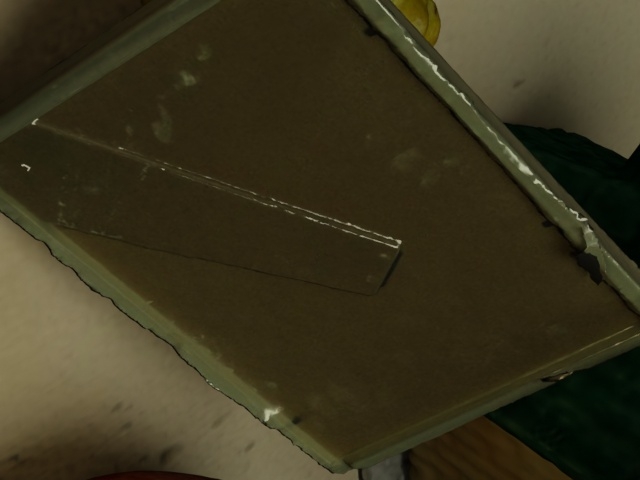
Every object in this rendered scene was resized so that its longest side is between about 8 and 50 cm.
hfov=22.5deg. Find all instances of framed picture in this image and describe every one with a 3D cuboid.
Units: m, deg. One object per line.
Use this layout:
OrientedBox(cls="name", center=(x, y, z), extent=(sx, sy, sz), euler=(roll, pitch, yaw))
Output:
OrientedBox(cls="framed picture", center=(0.000, 0.000, 0.708), extent=(0.281, 0.209, 0.019), euler=(44, 33, -33))

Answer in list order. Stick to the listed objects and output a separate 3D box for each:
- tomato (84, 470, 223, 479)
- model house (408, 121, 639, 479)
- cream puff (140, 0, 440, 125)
OrientedBox(cls="tomato", center=(-0.075, 0.248, 0.759), extent=(0.265, 0.265, 0.265), euler=(-25, 128, -36))
OrientedBox(cls="model house", center=(0.244, 0.082, 0.901), extent=(0.334, 0.382, 0.342), euler=(-39, 137, -27))
OrientedBox(cls="cream puff", center=(-0.025, -0.101, 0.708), extent=(0.116, 0.146, 0.146), euler=(-46, 142, 9))
